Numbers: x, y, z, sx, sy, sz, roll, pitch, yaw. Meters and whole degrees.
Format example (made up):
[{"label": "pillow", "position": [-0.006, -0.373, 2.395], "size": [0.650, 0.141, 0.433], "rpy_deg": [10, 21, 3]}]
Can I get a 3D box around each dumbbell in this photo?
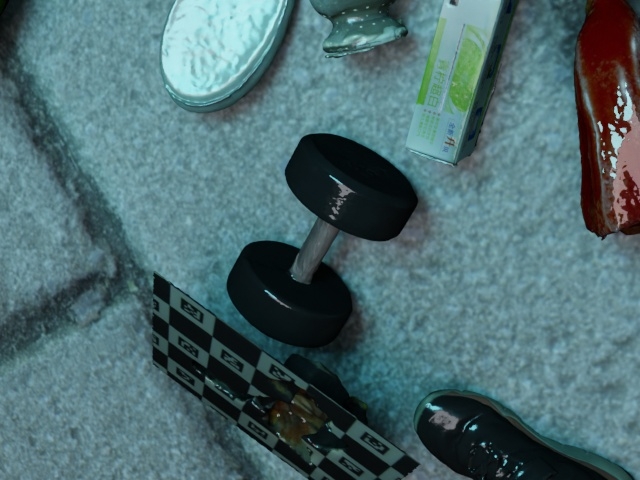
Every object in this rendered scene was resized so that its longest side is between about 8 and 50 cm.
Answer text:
[{"label": "dumbbell", "position": [0.000, 0.000, 0.986], "size": [0.152, 0.152, 0.218], "rpy_deg": [34, 115, 8]}]

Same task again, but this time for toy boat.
[{"label": "toy boat", "position": [-0.112, -0.247, 1.005], "size": [0.134, 0.079, 0.208], "rpy_deg": [30, 104, 1]}]

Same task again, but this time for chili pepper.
[{"label": "chili pepper", "position": [0.299, -0.129, 0.845], "size": [0.136, 0.144, 0.253], "rpy_deg": [-6, 101, 60]}]

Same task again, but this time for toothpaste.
[{"label": "toothpaste", "position": [0.170, -0.250, 0.886], "size": [0.067, 0.081, 0.337], "rpy_deg": [20, 112, 17]}]

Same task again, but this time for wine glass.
[{"label": "wine glass", "position": [0.030, -0.306, 0.902], "size": [0.111, 0.111, 0.205], "rpy_deg": [-7, 105, 22]}]

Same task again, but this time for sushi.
[{"label": "sushi", "position": [-0.051, 0.184, 1.054], "size": [0.359, 0.064, 0.343], "rpy_deg": [34, 153, 7]}]

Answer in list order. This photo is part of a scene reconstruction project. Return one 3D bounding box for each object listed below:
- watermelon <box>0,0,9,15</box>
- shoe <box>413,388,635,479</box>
[{"label": "watermelon", "position": [-0.509, -0.350, 0.998], "size": [0.285, 0.285, 0.285], "rpy_deg": [6, 108, 18]}, {"label": "shoe", "position": [0.235, 0.286, 0.997], "size": [0.290, 0.137, 0.114], "rpy_deg": [26, 113, 12]}]
